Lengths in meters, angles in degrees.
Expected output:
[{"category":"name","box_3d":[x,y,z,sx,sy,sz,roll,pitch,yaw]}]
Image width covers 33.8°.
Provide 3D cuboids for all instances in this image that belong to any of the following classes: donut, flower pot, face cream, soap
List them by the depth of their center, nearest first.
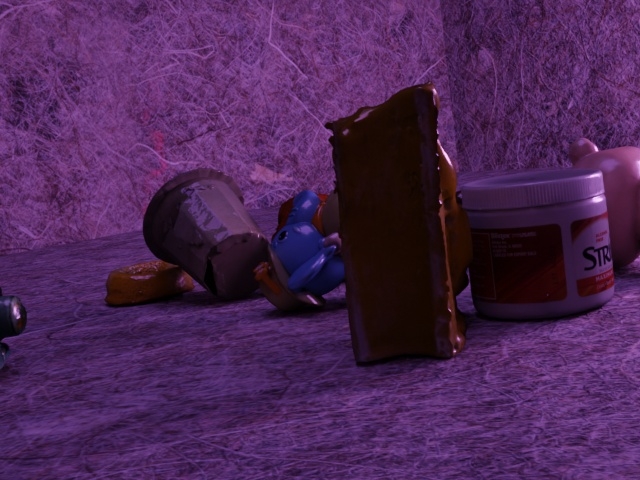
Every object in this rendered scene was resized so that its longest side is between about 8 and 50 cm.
[{"category":"soap","box_3d":[0.112,-0.037,1.394,0.169,0.338,0.304,-5,8,7]},{"category":"face cream","box_3d":[0.307,0.002,1.491,0.201,0.187,0.201,-7,6,1]},{"category":"flower pot","box_3d":[-0.200,0.000,1.949,0.212,0.212,0.202,-10,34,-26]},{"category":"donut","box_3d":[-0.340,0.081,2.069,0.178,0.065,0.162,-11,8,-37]}]

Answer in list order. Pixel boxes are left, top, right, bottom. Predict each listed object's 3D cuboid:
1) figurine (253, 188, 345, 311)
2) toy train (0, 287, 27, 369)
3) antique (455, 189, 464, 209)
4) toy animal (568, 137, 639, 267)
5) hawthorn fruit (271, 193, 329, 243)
[{"category":"figurine","box_3d":[0.003,0.005,1.732,0.262,0.154,0.180,-47,37,-15]},{"category":"toy train","box_3d":[-0.574,0.140,1.480,0.299,0.167,0.238,-8,16,6]},{"category":"antique","box_3d":[0.276,-0.017,2.023,0.257,0.121,0.143,-9,33,-36]},{"category":"toy animal","box_3d":[0.514,-0.044,1.677,0.229,0.210,0.221,9,3,-19]},{"category":"hawthorn fruit","box_3d":[0.000,0.000,1.963,0.189,0.189,0.189,-7,7,1]}]
